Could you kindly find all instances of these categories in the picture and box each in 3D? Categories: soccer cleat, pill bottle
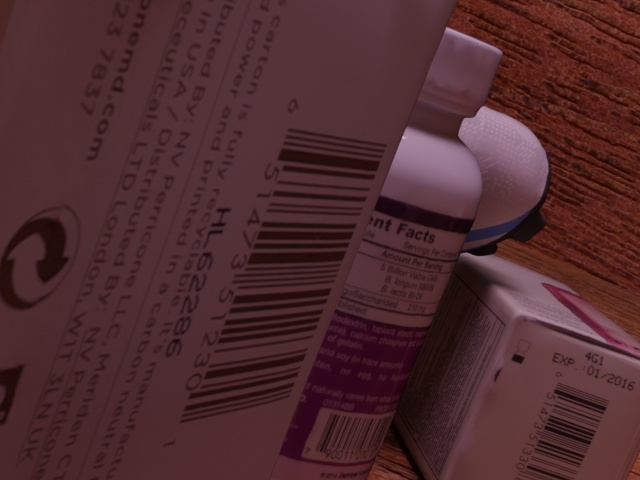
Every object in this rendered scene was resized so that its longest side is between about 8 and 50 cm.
[{"bbox_3d":[0.019,-0.017,1.035,0.143,0.331,0.116,32,45,-31],"label":"soccer cleat"},{"bbox_3d":[0.000,0.000,0.850,0.169,0.301,0.169,21,9,-3],"label":"pill bottle"}]

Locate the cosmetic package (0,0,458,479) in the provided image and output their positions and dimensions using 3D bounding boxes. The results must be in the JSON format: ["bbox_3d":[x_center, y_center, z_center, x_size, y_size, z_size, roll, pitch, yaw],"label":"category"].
[{"bbox_3d":[-0.211,-0.057,0.626,0.394,0.329,0.327,25,11,24],"label":"cosmetic package"}]

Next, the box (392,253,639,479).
[{"bbox_3d":[0.143,0.108,1.034,0.127,0.148,0.232,20,10,-12],"label":"box"}]
